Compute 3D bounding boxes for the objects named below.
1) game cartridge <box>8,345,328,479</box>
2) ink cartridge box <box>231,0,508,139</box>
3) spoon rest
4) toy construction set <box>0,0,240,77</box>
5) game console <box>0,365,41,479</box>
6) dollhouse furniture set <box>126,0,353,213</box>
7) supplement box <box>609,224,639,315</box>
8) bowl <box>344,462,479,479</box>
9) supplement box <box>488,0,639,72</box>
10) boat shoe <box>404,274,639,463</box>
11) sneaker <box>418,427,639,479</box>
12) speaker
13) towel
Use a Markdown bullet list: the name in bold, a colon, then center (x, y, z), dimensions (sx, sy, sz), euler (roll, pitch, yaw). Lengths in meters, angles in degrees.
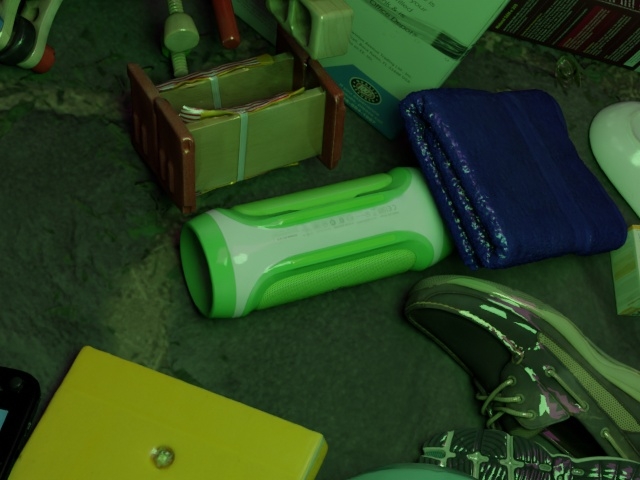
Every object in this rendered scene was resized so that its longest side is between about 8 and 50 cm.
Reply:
- **game cartridge**: center (-0.185, 0.288, 1.277), dimensions (0.285, 0.052, 0.323), euler (18, 64, 18)
- **ink cartridge box**: center (0.080, -0.330, 1.461), dimensions (0.285, 0.395, 0.166), euler (40, 63, 0)
- **spoon rest**: center (0.436, -0.064, 1.661), dimensions (0.137, 0.084, 0.276), euler (-11, 60, -22)
- **toy construction set**: center (-0.249, -0.334, 1.479), dimensions (0.309, 0.257, 0.237), euler (11, 53, -35)
- **game console**: center (-0.388, 0.277, 1.249), dimensions (0.213, 0.044, 0.361), euler (14, 60, 8)
- **dollhouse furniture set**: center (-0.084, -0.229, 1.372), dimensions (0.201, 0.374, 0.152), euler (-17, 47, -24)
- **supplement box**: center (0.389, 0.037, 1.605), dimensions (0.036, 0.062, 0.098), euler (4, 69, -18)
- **bowl**: center (0.095, 0.335, 1.293), dimensions (0.311, 0.311, 0.163), euler (18, 46, -10)
- **supplement box**: center (0.339, -0.302, 1.681), dimensions (0.239, 0.130, 0.073), euler (13, 67, -14)
- **boat shoe**: center (0.246, 0.163, 1.474), dimensions (0.355, 0.132, 0.130), euler (30, 64, -3)
- **sneaker**: center (0.241, 0.282, 1.441), dimensions (0.275, 0.110, 0.107), euler (12, 72, 9)
- **speaker**: center (0.000, 0.000, 1.460), dimensions (0.296, 0.131, 0.131), euler (-14, 75, -21)
- **towel**: center (0.222, -0.071, 1.520), dimensions (0.308, 0.076, 0.227), euler (-6, 64, -53)
